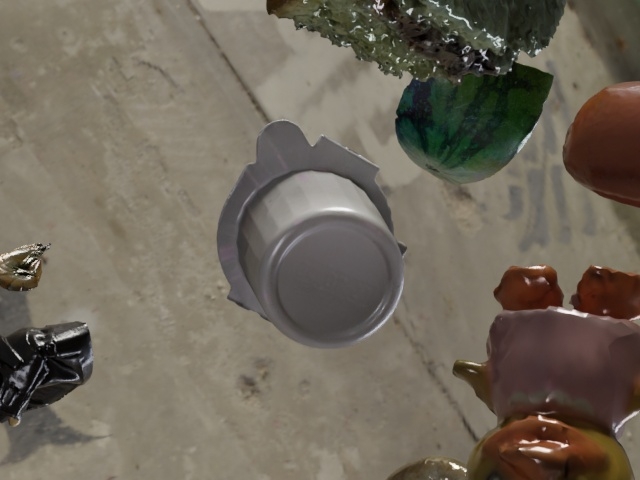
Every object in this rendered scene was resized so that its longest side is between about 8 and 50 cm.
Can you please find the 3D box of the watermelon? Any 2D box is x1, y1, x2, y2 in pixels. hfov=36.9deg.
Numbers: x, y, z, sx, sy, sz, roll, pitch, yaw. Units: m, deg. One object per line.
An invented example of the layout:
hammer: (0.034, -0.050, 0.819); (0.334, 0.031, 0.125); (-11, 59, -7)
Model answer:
watermelon: (0.169, -0.157, 1.232); (0.146, 0.231, 0.128); (14, 37, -28)

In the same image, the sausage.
sausage: (0.222, -0.045, 0.525); (0.077, 0.194, 0.077); (-17, 115, -41)

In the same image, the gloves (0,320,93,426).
gloves: (-0.388, 0.177, 1.178); (0.203, 0.164, 0.124); (-15, 70, -29)

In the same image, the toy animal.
toy animal: (0.204, 0.168, 0.843); (0.169, 0.195, 0.281); (66, 33, -43)

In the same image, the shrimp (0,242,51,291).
shrimp: (-0.366, 0.034, 1.191); (0.059, 0.023, 0.108); (47, 32, 8)

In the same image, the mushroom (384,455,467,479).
mushroom: (0.134, 0.335, 1.116); (0.127, 0.166, 0.166); (33, 46, -65)

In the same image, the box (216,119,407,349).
box: (0.000, 0.000, 1.230); (0.262, 0.206, 0.291); (-13, 108, -7)

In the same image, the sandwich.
sandwich: (0.099, -0.281, 0.839); (0.325, 0.131, 0.262); (15, 72, -48)
